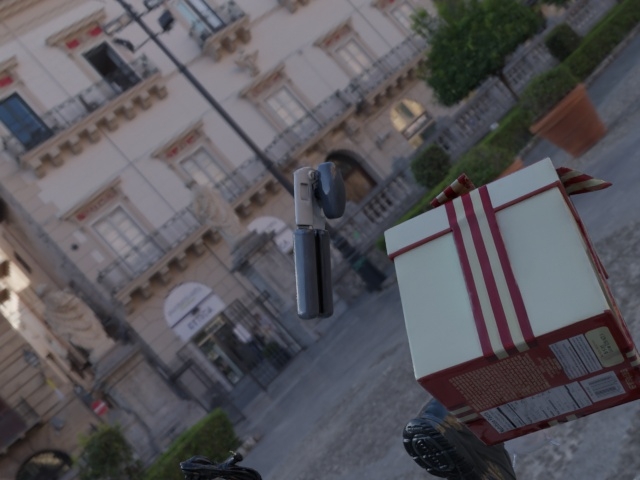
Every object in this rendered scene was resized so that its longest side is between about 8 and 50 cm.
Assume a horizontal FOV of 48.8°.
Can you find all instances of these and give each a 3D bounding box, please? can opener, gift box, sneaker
[{"bbox_3d":[0.000,0.000,1.278,0.076,0.283,0.095,2,-9,-45],"label":"can opener"},{"bbox_3d":[0.259,0.069,0.875,0.276,0.255,0.258,-22,46,17],"label":"gift box"},{"bbox_3d":[0.262,0.358,1.110,0.109,0.286,0.130,-39,2,43],"label":"sneaker"}]

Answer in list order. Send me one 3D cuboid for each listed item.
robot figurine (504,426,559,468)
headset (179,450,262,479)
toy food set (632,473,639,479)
[{"bbox_3d":[0.469,0.387,1.784,0.300,0.200,0.353,-46,43,29],"label":"robot figurine"},{"bbox_3d":[-0.150,0.438,0.916,0.394,0.185,0.243,-107,36,-59],"label":"headset"},{"bbox_3d":[0.592,0.519,1.147,0.220,0.092,0.306,91,178,-55],"label":"toy food set"}]
